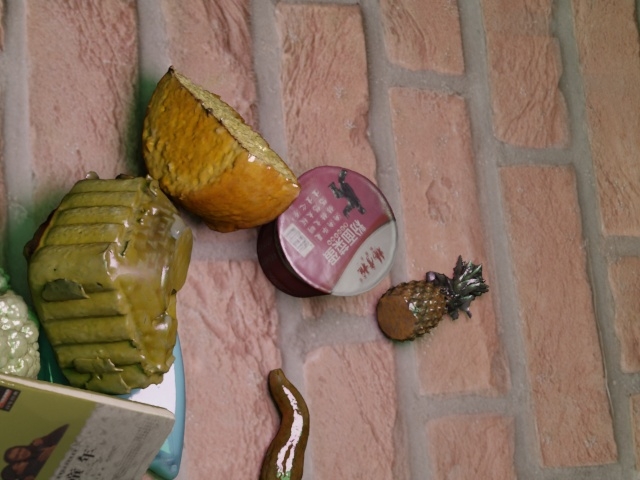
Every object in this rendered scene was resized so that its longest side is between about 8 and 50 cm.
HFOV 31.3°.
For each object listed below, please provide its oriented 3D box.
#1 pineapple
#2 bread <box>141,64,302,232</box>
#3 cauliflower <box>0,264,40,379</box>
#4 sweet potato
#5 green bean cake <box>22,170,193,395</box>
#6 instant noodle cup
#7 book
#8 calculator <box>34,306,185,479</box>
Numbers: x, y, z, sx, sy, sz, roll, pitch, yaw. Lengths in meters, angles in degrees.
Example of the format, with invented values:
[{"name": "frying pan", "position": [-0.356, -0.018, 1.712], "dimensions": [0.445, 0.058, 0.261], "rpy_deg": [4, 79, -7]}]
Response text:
[{"name": "pineapple", "position": [0.225, 0.112, 2.189], "dimensions": [0.251, 0.125, 0.125], "rpy_deg": [-23, 88, -38]}, {"name": "bread", "position": [-0.192, -0.131, 1.954], "dimensions": [0.179, 0.340, 0.194], "rpy_deg": [-48, 144, 9]}, {"name": "cauliflower", "position": [-0.552, 0.147, 1.726], "dimensions": [0.281, 0.327, 0.260], "rpy_deg": [27, 76, 11]}, {"name": "sweet potato", "position": [-0.059, 0.342, 2.020], "dimensions": [0.081, 0.062, 0.233], "rpy_deg": [11, 71, -21]}, {"name": "green bean cake", "position": [-0.303, 0.064, 1.823], "dimensions": [0.310, 0.202, 0.285], "rpy_deg": [-73, 154, -51]}, {"name": "instant noodle cup", "position": [0.000, 0.000, 2.059], "dimensions": [0.235, 0.178, 0.235], "rpy_deg": [6, 75, -23]}, {"name": "book", "position": [-0.402, 0.333, 1.738], "dimensions": [0.352, 0.035, 0.239], "rpy_deg": [23, 102, -47]}, {"name": "calculator", "position": [-0.352, 0.217, 1.918], "dimensions": [0.256, 0.054, 0.386], "rpy_deg": [-3, 75, -25]}]
